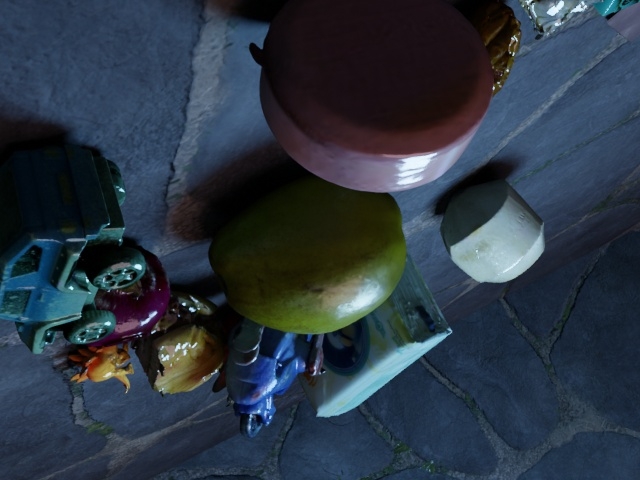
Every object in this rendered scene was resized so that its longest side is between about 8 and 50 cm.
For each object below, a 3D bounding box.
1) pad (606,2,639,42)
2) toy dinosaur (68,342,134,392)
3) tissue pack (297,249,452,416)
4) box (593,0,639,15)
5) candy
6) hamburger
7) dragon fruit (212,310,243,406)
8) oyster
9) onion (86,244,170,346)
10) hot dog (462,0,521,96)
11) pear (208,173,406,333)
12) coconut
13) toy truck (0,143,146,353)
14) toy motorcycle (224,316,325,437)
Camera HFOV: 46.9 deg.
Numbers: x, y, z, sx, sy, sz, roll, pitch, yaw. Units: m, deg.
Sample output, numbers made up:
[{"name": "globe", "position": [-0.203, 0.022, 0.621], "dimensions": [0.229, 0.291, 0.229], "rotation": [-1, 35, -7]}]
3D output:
[{"name": "pad", "position": [0.565, -0.401, 1.283], "dimensions": [0.113, 0.006, 0.188], "rotation": [-42, 159, 29]}, {"name": "toy dinosaur", "position": [-0.418, 0.236, 1.398], "dimensions": [0.117, 0.070, 0.288], "rotation": [-11, 152, -18]}, {"name": "tissue pack", "position": [0.078, 0.185, 1.644], "dimensions": [0.162, 0.287, 0.388], "rotation": [-5, 149, -38]}, {"name": "box", "position": [0.529, -0.433, 1.091], "dimensions": [0.226, 0.042, 0.161], "rotation": [-25, 159, -14]}, {"name": "candy", "position": [0.050, -0.170, 0.778], "dimensions": [0.255, 0.255, 0.094], "rotation": [-23, 160, -19]}, {"name": "hamburger", "position": [-0.261, 0.183, 1.352], "dimensions": [0.245, 0.155, 0.282], "rotation": [-16, 153, -43]}, {"name": "dragon fruit", "position": [-0.142, 0.233, 1.596], "dimensions": [0.274, 0.193, 0.192], "rotation": [-35, -171, 15]}, {"name": "oyster", "position": [0.344, -0.339, 1.052], "dimensions": [0.108, 0.053, 0.166], "rotation": [-18, 175, 26]}, {"name": "onion", "position": [-0.312, 0.103, 1.106], "dimensions": [0.173, 0.135, 0.198], "rotation": [-15, 159, -28]}, {"name": "hot dog", "position": [0.180, -0.232, 1.024], "dimensions": [0.227, 0.099, 0.160], "rotation": [-34, 160, 22]}, {"name": "pear", "position": [-0.017, 0.022, 1.168], "dimensions": [0.307, 0.253, 0.253], "rotation": [-15, 158, -12]}, {"name": "coconut", "position": [0.376, -0.027, 1.660], "dimensions": [0.241, 0.241, 0.241], "rotation": [-26, 161, -10]}, {"name": "toy truck", "position": [-0.313, 0.016, 0.869], "dimensions": [0.156, 0.155, 0.279], "rotation": [-4, 150, -34]}, {"name": "toy motorcycle", "position": [-0.107, 0.183, 1.373], "dimensions": [0.182, 0.319, 0.241], "rotation": [-7, 135, 36]}]
